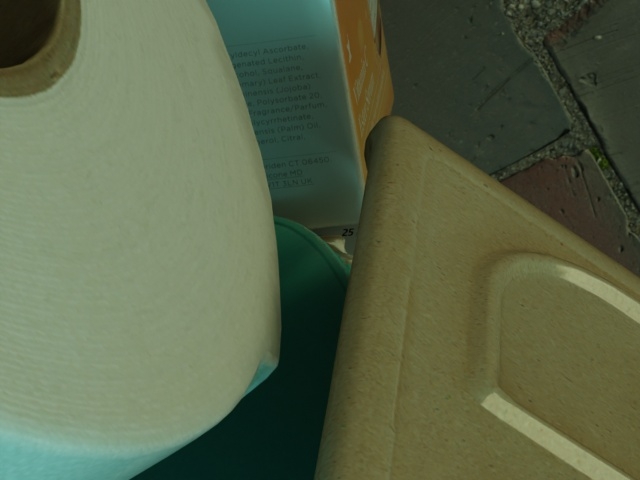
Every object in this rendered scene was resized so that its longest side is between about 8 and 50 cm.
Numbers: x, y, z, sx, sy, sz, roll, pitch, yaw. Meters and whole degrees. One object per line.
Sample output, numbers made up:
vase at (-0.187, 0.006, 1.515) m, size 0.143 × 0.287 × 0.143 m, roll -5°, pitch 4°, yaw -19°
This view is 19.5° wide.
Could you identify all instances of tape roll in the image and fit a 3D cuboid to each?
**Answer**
tape roll at (-0.149, -0.102, 0.439) m, size 0.392 × 0.072 × 0.392 m, roll 49°, pitch 19°, yaw -23°

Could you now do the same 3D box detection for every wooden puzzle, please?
wooden puzzle at (0.125, 0.131, 0.489) m, size 0.322 × 0.080 × 0.348 m, roll 34°, pitch 21°, yaw -11°

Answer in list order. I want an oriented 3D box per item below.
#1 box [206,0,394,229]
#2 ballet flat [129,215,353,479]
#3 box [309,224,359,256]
box at (-0.031, -0.104, 0.707) m, size 0.130 × 0.091 × 0.170 m, roll -76°, pitch 158°, yaw -62°
ballet flat at (-0.014, 0.155, 0.542) m, size 0.147 × 0.147 × 0.409 m, roll 58°, pitch 14°, yaw -31°
box at (-0.010, 0.040, 0.775) m, size 0.145 × 0.186 × 0.038 m, roll 54°, pitch 40°, yaw -48°
